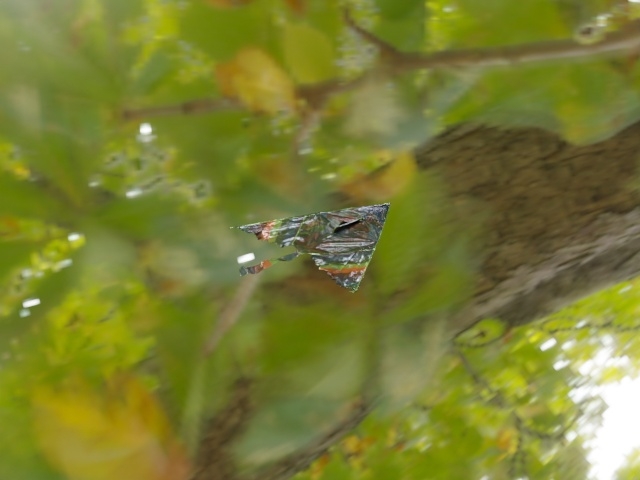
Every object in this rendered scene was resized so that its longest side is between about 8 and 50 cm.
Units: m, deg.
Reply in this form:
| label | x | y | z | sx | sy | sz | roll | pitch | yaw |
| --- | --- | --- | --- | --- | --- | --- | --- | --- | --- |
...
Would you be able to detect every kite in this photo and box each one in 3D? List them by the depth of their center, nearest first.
| label | x | y | z | sx | sy | sz | roll | pitch | yaw |
| --- | --- | --- | --- | --- | --- | --- | --- | --- | --- |
| kite | 0.000 | 0.000 | 0.966 | 0.090 | 0.122 | 0.004 | -26 | -62 | -18 |
